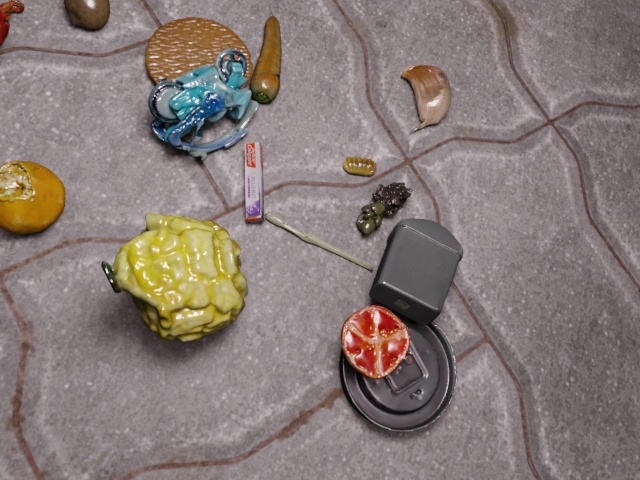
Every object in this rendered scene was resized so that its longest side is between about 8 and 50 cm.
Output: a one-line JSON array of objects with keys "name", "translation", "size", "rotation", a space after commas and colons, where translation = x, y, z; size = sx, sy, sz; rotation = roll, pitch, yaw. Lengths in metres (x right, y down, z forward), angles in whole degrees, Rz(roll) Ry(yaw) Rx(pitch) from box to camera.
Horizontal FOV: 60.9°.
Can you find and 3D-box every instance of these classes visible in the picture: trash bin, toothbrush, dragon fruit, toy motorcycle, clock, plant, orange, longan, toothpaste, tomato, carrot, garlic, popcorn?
[{"name": "trash bin", "translation": [0.229, 0.061, 1.282], "size": [0.177, 0.101, 0.236], "rotation": [28, 54, -1]}, {"name": "toothbrush", "translation": [-0.002, 0.004, 1.306], "size": [0.294, 0.026, 0.028], "rotation": [30, 53, -4]}, {"name": "dragon fruit", "translation": [-0.754, -0.501, 1.251], "size": [0.094, 0.094, 0.190], "rotation": [18, 47, -9]}, {"name": "toy motorcycle", "translation": [-0.261, -0.308, 1.261], "size": [0.260, 0.206, 0.154], "rotation": [-34, 40, -21]}, {"name": "clock", "translation": [0.177, 0.291, 1.244], "size": [0.281, 0.055, 0.280], "rotation": [5, 71, -14]}, {"name": "plant", "translation": [0.152, -0.083, 1.349], "size": [0.174, 0.085, 0.087], "rotation": [-44, 114, -18]}, {"name": "orange", "translation": [-0.608, -0.091, 1.119], "size": [0.155, 0.134, 0.154], "rotation": [7, 71, -21]}, {"name": "longan", "translation": [-0.562, -0.563, 1.309], "size": [0.114, 0.092, 0.113], "rotation": [-2, 98, -17]}, {"name": "toothpaste", "translation": [-0.160, -0.138, 1.295], "size": [0.047, 0.040, 0.196], "rotation": [-6, 72, 9]}, {"name": "tomato", "translation": [0.108, 0.219, 1.181], "size": [0.156, 0.069, 0.155], "rotation": [5, 73, -16]}, {"name": "carrot", "translation": [-0.132, -0.490, 1.415], "size": [0.078, 0.078, 0.297], "rotation": [9, 66, -12]}, {"name": "garlic", "translation": [0.294, -0.387, 1.493], "size": [0.129, 0.090, 0.198], "rotation": [-4, 80, 0]}, {"name": "popcorn", "translation": [-0.277, 0.065, 1.102], "size": [0.237, 0.293, 0.292], "rotation": [-30, 82, -15]}]

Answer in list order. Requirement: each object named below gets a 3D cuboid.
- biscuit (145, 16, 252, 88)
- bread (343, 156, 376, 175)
[{"name": "biscuit", "translation": [-0.303, -0.445, 1.367], "size": [0.262, 0.037, 0.261], "rotation": [5, 71, -14]}, {"name": "bread", "translation": [0.101, -0.193, 1.394], "size": [0.088, 0.033, 0.049], "rotation": [8, 65, -12]}]
